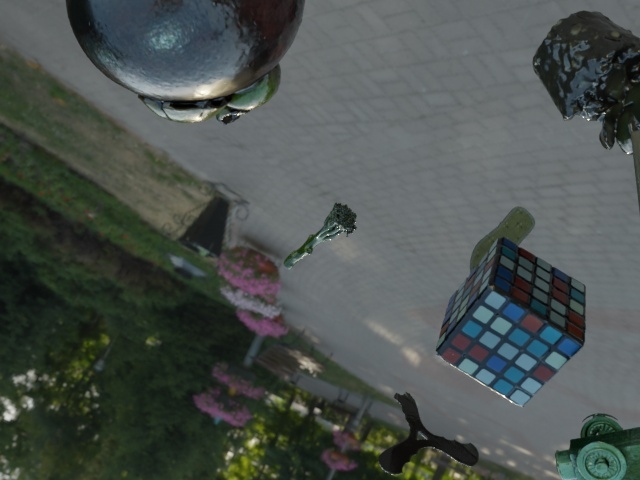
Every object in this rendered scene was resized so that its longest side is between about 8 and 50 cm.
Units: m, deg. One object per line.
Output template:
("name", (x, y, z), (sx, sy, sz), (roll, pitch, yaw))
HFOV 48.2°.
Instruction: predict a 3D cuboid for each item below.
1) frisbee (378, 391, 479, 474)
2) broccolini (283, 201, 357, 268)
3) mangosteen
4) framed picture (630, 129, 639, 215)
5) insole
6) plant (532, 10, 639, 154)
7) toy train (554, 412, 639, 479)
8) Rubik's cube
("frisbee", (0.192, 0.368, 1.382), (0.210, 0.187, 0.012), (4, 129, -18))
("broccolini", (-0.001, -0.002, 1.446), (0.067, 0.058, 0.216), (49, 136, 1))
("mangosteen", (-0.149, -0.286, 0.870), (0.300, 0.300, 0.300), (25, 166, 7))
("framed picture", (0.563, -0.036, 1.202), (0.023, 0.260, 0.189), (-10, 161, 38))
("insole", (0.487, 0.011, 1.911), (0.109, 0.322, 0.007), (45, 146, 3))
("plant", (0.556, -0.306, 1.392), (0.276, 0.188, 0.199), (55, 138, 26))
("toy train", (0.509, 0.336, 1.042), (0.307, 0.190, 0.126), (-18, -171, 23))
("Rubik's cube", (0.330, 0.138, 1.242), (0.187, 0.184, 0.182), (30, 125, 0))
